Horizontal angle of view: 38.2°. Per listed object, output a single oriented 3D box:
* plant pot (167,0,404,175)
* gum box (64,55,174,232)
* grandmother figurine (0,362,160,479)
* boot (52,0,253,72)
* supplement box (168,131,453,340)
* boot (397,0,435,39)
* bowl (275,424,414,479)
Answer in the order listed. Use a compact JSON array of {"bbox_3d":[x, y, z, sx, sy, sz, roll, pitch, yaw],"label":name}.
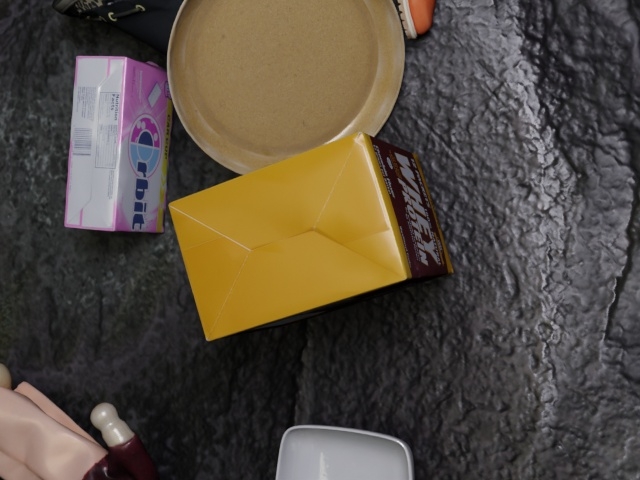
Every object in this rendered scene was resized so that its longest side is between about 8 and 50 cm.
[{"bbox_3d":[-0.033,-0.174,0.905,0.236,0.032,0.236,-6,112,-14],"label":"plant pot"},{"bbox_3d":[-0.212,-0.104,0.986,0.062,0.107,0.188,5,91,19],"label":"gum box"},{"bbox_3d":[-0.244,0.264,1.005,0.342,0.104,0.208,30,126,14],"label":"grandmother figurine"},{"bbox_3d":[-0.179,-0.232,0.975,0.178,0.236,0.085,37,77,-23],"label":"boot"},{"bbox_3d":[0.000,0.000,0.866,0.191,0.194,0.129,-19,83,18],"label":"supplement box"},{"bbox_3d":[0.118,-0.275,0.903,0.084,0.059,0.158,6,90,14],"label":"boot"},{"bbox_3d":[0.029,0.256,0.929,0.142,0.053,0.142,4,90,19],"label":"bowl"}]
